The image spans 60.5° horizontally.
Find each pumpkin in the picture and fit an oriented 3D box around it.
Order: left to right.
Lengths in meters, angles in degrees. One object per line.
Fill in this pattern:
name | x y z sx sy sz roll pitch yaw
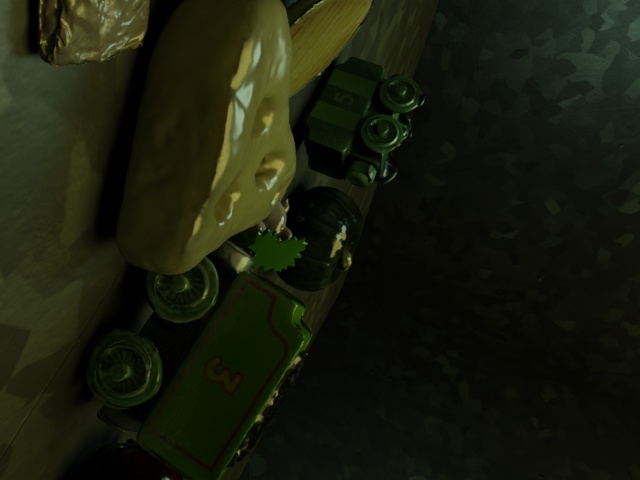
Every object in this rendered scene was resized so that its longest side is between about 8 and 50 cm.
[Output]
pumpkin | 0.000 0.000 1.476 0.300 0.207 0.300 -53 164 -23

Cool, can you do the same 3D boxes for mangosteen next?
mangosteen | -0.303 0.395 0.859 0.200 0.199 0.200 23 90 -81

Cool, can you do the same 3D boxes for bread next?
bread | -0.025 -0.296 0.825 0.267 0.040 0.267 -40 178 -2

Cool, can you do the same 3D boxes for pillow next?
pillow | -0.155 -0.261 0.427 0.135 0.049 0.248 -59 172 -63

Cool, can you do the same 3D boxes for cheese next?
cheese | -0.107 -0.152 0.706 0.351 0.129 0.329 -46 158 -65

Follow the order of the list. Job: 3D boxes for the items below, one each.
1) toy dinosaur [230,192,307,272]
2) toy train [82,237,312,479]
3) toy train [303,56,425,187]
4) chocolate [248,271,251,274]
toy dinosaur | -0.121 -0.040 1.060 0.194 0.152 0.177 -65 -149 34
toy train | -0.155 0.156 0.766 0.307 0.248 0.173 -58 172 -7
toy train | 0.095 -0.272 1.255 0.167 0.238 0.299 92 21 -65
chocolate | -0.154 0.143 1.125 0.221 0.147 0.221 19 90 -80
